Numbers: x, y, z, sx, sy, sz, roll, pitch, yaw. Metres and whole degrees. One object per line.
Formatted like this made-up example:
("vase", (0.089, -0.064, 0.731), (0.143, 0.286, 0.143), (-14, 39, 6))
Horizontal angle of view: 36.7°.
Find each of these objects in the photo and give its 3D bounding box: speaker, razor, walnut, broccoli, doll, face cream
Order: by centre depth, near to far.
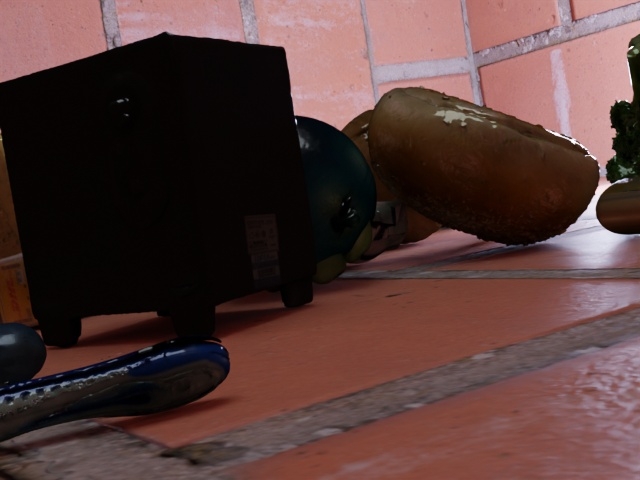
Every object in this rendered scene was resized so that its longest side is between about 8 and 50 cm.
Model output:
("razor", (-0.203, 0.094, 0.489), (0.324, 0.093, 0.056), (-6, 42, -14))
("doll", (-0.237, 0.087, 0.685), (0.083, 0.050, 0.076), (-8, 7, -20))
("speaker", (-0.153, -0.043, 0.905), (0.232, 0.254, 0.184), (-6, 3, 34))
("face cream", (0.450, -0.049, 1.024), (0.139, 0.067, 0.285), (-13, 4, -42))
("doll", (-0.062, -0.050, 1.115), (0.322, 0.186, 0.198), (13, 48, 47))
("broccoli", (0.536, -0.172, 1.367), (0.308, 0.275, 0.308), (-32, 14, 9))
("walnut", (0.120, -0.102, 1.533), (0.228, 0.228, 0.228), (-9, 3, 0))

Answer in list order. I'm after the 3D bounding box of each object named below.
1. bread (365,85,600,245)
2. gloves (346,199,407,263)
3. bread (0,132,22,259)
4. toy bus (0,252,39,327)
("bread", (0.196, -0.090, 1.214), (0.306, 0.158, 0.305), (17, 11, -3))
("gloves", (0.000, -0.008, 1.266), (0.212, 0.111, 0.127), (-2, 6, -12))
("bread", (-0.511, -0.069, 1.593), (0.248, 0.315, 0.279), (-4, 20, 22))
("toy bus", (-0.319, 0.047, 1.251), (0.138, 0.097, 0.342), (-15, 3, 10))
